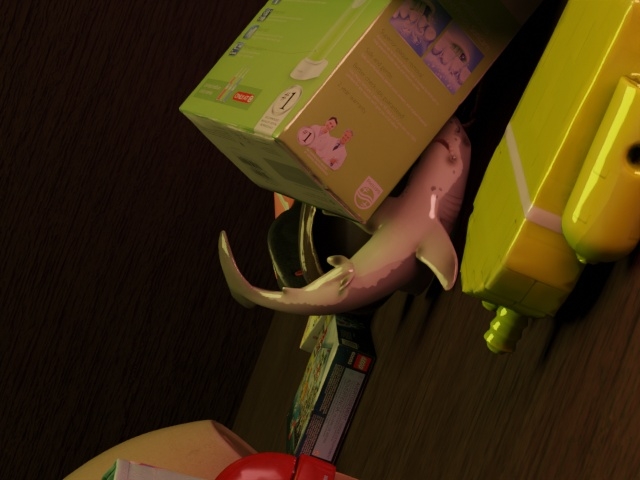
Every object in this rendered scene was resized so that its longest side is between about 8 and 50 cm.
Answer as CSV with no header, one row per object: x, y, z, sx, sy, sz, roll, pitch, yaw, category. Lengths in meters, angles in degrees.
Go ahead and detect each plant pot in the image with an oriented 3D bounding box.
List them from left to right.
-0.129,0.299,1.468,0.191,0.284,0.284,-48,4,0,plant pot

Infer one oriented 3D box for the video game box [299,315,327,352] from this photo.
0.038,0.032,1.870,0.187,0.048,0.205,115,174,-65,video game box

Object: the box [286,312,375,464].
0.008,0.169,1.601,0.233,0.044,0.159,-95,25,-80,box

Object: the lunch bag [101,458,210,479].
-0.108,0.304,1.218,0.160,0.223,0.262,-91,21,-59,lunch bag

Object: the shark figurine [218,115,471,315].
0.042,0.029,1.283,0.278,0.116,0.166,-30,57,14,shark figurine

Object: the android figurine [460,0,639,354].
0.149,-0.065,0.803,0.248,0.056,0.273,-83,14,-71,android figurine

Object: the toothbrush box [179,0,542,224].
0.039,-0.173,1.252,0.283,0.122,0.206,-53,30,-10,toothbrush box

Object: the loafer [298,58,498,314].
0.078,-0.105,1.383,0.130,0.133,0.366,172,118,-86,loafer

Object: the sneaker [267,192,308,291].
0.001,0.000,1.754,0.314,0.116,0.136,-96,-5,-53,sneaker

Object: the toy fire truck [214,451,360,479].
-0.090,0.259,1.037,0.158,0.246,0.217,118,171,-58,toy fire truck
